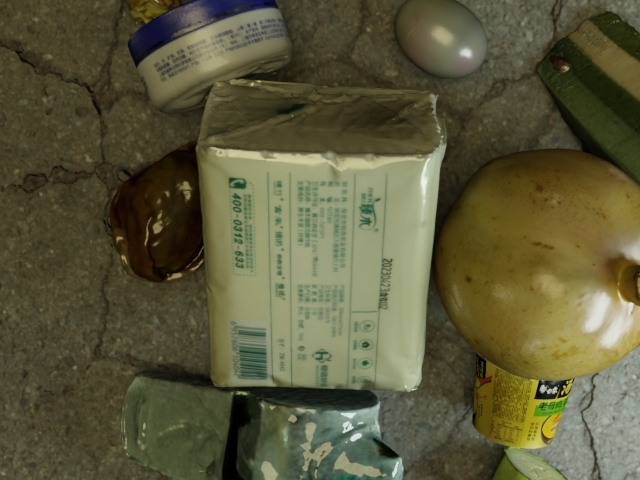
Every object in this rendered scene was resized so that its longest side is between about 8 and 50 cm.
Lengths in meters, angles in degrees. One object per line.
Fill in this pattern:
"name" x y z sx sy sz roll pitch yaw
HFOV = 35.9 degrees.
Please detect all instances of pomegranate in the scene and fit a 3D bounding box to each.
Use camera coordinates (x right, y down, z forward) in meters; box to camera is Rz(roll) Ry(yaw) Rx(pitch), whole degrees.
"pomegranate" 0.304 0.031 1.250 0.319 0.319 0.319 0 95 3

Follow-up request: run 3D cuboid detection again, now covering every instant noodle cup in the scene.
"instant noodle cup" 0.277 0.208 1.362 0.151 0.151 0.122 6 105 2

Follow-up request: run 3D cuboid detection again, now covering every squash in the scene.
"squash" 0.274 0.399 1.389 0.123 0.123 0.187 24 100 1

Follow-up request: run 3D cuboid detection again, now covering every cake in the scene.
"cake" 0.426 -0.173 1.308 0.158 0.172 0.283 -36 90 3

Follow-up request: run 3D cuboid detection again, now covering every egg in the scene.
"egg" 0.163 -0.277 1.342 0.135 0.103 0.103 34 95 0

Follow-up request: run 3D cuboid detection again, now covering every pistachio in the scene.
"pistachio" -0.209 -0.041 1.368 0.165 0.130 0.210 28 87 3

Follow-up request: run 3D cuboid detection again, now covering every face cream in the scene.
"face cream" -0.141 -0.248 1.307 0.206 0.206 0.111 -24 94 4

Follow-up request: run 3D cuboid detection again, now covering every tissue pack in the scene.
"tissue pack" 0.000 0.000 1.256 0.297 0.207 0.380 3 125 -1

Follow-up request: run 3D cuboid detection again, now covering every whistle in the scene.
"whistle" -0.090 0.281 1.356 0.405 0.188 0.168 6 95 3

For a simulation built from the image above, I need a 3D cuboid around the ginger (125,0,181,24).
"ginger" -0.313 -0.480 1.364 0.375 0.166 0.236 41 58 -24
